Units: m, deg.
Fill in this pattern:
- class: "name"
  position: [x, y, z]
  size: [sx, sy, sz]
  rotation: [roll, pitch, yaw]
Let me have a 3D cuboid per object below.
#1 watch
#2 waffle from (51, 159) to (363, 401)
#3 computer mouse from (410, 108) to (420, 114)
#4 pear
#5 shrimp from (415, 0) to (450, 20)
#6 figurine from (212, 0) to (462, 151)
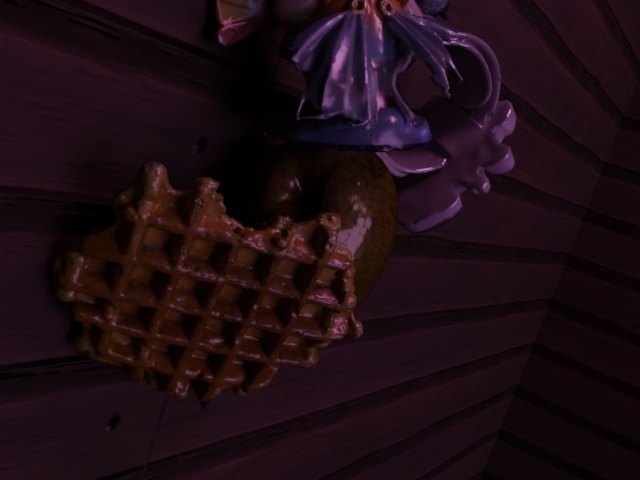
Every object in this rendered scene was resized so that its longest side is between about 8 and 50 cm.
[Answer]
- class: "watch"
  position: [0.131, -0.159, 1.008]
  size: [0.244, 0.196, 0.231]
  rotation: [-44, 134, 1]
- class: "waffle"
  position: [-0.102, 0.055, 0.758]
  size: [0.282, 0.058, 0.301]
  rotation: [-40, 127, 17]
- class: "computer mouse"
  position: [0.120, -0.101, 1.180]
  size: [0.122, 0.074, 0.217]
  rotation: [27, 85, -62]
- class: "pear"
  position: [-0.011, -0.013, 0.891]
  size: [0.228, 0.188, 0.211]
  rotation: [-62, 156, -15]
- class: "shrimp"
  position: [0.139, -0.337, 1.041]
  size: [0.090, 0.079, 0.233]
  rotation: [-36, 162, 19]
- class: "figurine"
  position: [0.046, -0.286, 0.750]
  size: [0.277, 0.248, 0.387]
  rotation: [-3, 107, -26]
